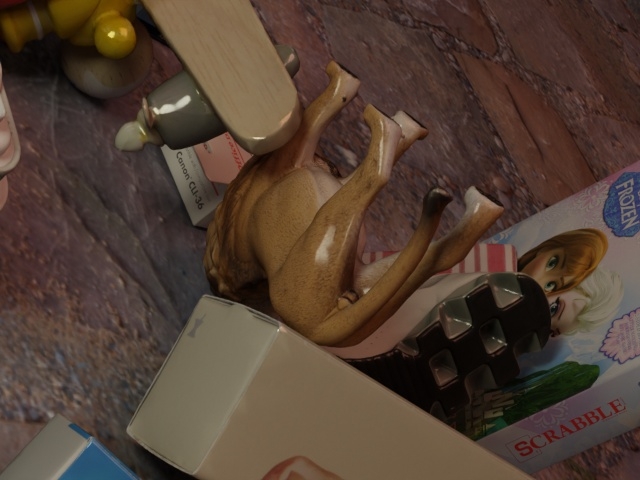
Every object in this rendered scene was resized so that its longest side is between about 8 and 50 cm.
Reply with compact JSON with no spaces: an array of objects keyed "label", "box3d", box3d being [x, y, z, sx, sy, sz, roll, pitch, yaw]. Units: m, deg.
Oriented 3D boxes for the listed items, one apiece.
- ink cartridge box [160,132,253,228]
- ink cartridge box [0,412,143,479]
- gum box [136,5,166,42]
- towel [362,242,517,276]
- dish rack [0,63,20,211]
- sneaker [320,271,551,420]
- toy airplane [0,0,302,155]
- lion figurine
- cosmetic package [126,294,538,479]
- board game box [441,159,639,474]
[{"label":"ink cartridge box","box3d":[-0.083,-0.069,1.595,0.198,0.067,0.115,14,44,-53]},{"label":"ink cartridge box","box3d":[-0.121,0.210,1.096,0.190,0.082,0.139,46,-12,-13]},{"label":"gum box","box3d":[-0.147,-0.272,1.780,0.157,0.041,0.184,28,34,-39]},{"label":"towel","box3d":[0.096,0.055,1.610,0.144,0.197,0.029,-80,163,-56]},{"label":"dish rack","box3d":[-0.349,-0.163,1.111,0.333,0.072,0.285,14,45,-48]},{"label":"sneaker","box3d":[0.035,0.120,1.441,0.330,0.146,0.122,-24,109,-28]},{"label":"toy airplane","box3d":[-0.161,-0.247,1.473,0.384,0.272,0.386,18,44,4]},{"label":"lion figurine","box3d":[0.000,0.000,1.339,0.142,0.240,0.392,35,8,-12]},{"label":"cosmetic package","box3d":[0.021,0.173,1.273,0.296,0.129,0.153,33,-8,-25]},{"label":"board game box","box3d":[0.214,0.086,1.584,0.066,0.318,0.318,51,24,-25]}]
